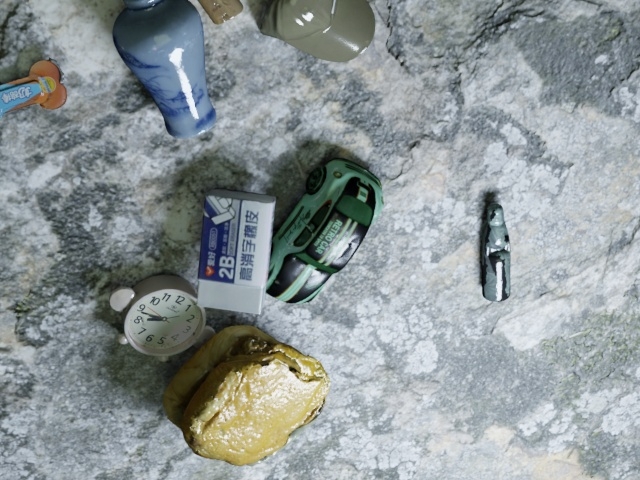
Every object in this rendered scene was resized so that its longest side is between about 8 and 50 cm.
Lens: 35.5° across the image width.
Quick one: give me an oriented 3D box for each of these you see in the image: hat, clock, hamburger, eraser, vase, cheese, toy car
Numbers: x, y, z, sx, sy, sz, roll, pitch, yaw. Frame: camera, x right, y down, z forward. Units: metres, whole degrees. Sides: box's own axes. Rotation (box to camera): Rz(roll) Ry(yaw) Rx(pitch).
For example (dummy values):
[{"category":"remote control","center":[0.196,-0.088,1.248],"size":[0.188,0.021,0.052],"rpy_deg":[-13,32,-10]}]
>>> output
[{"category":"hat","center":[0.008,-0.364,1.644],"size":[0.173,0.144,0.166],"rpy_deg":[33,107,-7]},{"category":"clock","center":[-0.293,0.140,1.856],"size":[0.229,0.063,0.155],"rpy_deg":[29,108,-29]},{"category":"hamburger","center":[-0.134,0.296,1.918],"size":[0.318,0.158,0.319],"rpy_deg":[-16,136,-17]},{"category":"eraser","center":[-0.152,0.019,1.789],"size":[0.124,0.068,0.210],"rpy_deg":[7,104,1]},{"category":"vase","center":[0.350,0.022,1.999],"size":[0.060,0.060,0.211],"rpy_deg":[-13,120,-11]},{"category":"cheese","center":[-0.530,-0.219,1.594],"size":[0.256,0.037,0.106],"rpy_deg":[-19,123,-6]},{"category":"toy car","center":[0.000,0.000,1.837],"size":[0.136,0.125,0.306],"rpy_deg":[28,105,-29]}]

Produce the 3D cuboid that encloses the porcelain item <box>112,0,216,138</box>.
[{"category":"porcelain item","center":[-0.242,-0.289,1.597],"size":[0.141,0.141,0.259],"rpy_deg":[-22,130,-5]}]

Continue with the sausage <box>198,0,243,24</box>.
[{"category":"sausage","center":[-0.231,-0.461,1.545],"size":[0.066,0.066,0.301],"rpy_deg":[-39,124,5]}]
